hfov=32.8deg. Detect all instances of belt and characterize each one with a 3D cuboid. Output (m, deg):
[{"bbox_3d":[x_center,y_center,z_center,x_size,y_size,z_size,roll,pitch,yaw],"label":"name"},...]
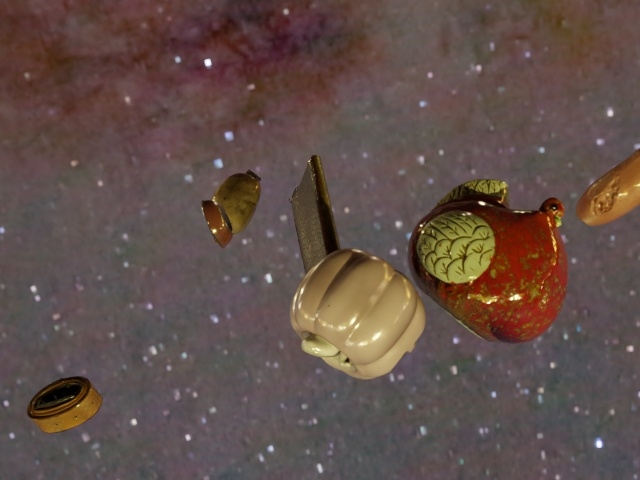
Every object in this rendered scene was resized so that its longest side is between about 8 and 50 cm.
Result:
[{"bbox_3d":[-0.297,0.188,1.260,0.083,0.036,0.059,-20,-138,8],"label":"belt"}]

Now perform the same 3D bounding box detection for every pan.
[{"bbox_3d":[-0.130,-0.023,1.441,0.023,0.068,0.115,-24,174,2],"label":"pan"}]

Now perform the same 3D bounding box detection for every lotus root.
[{"bbox_3d":[-0.140,-0.055,1.735,0.072,0.063,0.152,20,-119,5],"label":"lotus root"}]

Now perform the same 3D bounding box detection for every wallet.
[{"bbox_3d":[0.000,0.000,1.713,0.039,0.133,0.243,-2,-123,-18],"label":"wallet"}]

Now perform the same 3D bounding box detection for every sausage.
[{"bbox_3d":[0.285,-0.074,0.905,0.186,0.043,0.043,-45,-158,28],"label":"sausage"}]

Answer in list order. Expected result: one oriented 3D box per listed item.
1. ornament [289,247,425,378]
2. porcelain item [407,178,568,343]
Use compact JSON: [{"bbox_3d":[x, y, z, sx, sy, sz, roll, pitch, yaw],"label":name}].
[{"bbox_3d":[0.044,0.104,1.444,0.177,0.177,0.177,-9,-146,6],"label":"ornament"},{"bbox_3d":[0.262,0.021,1.584,0.253,0.253,0.253,-9,-146,6],"label":"porcelain item"}]
